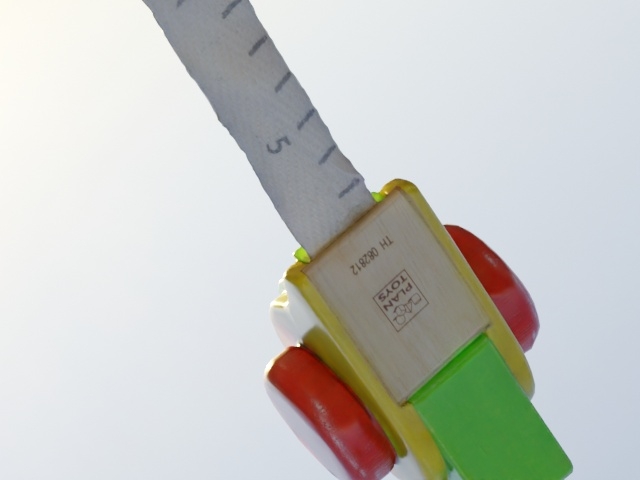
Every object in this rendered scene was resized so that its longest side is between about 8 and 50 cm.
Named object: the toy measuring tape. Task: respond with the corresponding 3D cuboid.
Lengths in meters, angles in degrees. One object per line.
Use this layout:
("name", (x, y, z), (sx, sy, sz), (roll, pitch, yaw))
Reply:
("toy measuring tape", (0.000, 0.000, 0.671), (0.121, 0.330, 0.121), (-30, -159, 13))
